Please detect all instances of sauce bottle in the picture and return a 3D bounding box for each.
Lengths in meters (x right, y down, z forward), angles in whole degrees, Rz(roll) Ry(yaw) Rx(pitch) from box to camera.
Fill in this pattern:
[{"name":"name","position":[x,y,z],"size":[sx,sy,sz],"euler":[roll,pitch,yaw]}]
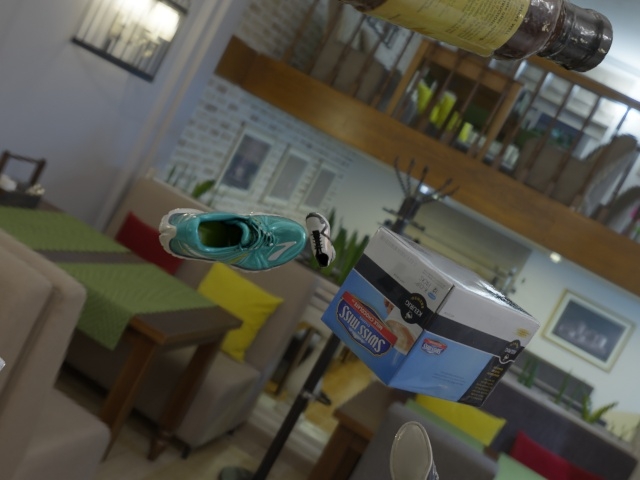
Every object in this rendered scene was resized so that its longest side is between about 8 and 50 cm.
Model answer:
[{"name":"sauce bottle","position":[0.166,-0.245,0.819],"size":[0.345,0.111,0.111],"euler":[11,14,-33]}]

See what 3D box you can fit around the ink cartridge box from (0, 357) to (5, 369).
[{"name":"ink cartridge box","position":[-0.455,0.114,0.756],"size":[0.233,0.168,0.171],"euler":[1,-43,47]}]

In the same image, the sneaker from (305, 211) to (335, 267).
[{"name":"sneaker","position":[0.000,0.000,1.459],"size":[0.043,0.040,0.109],"euler":[-65,138,-61]}]

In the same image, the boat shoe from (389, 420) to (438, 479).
[{"name":"boat shoe","position":[0.166,0.416,1.374],"size":[0.075,0.206,0.065],"euler":[-13,-29,20]}]

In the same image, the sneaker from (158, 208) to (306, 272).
[{"name":"sneaker","position":[-0.129,0.000,1.333],"size":[0.275,0.107,0.110],"euler":[1,-4,-39]}]

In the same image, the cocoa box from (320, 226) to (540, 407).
[{"name":"cocoa box","position":[0.223,0.163,1.606],"size":[0.347,0.228,0.231],"euler":[23,14,-46]}]
